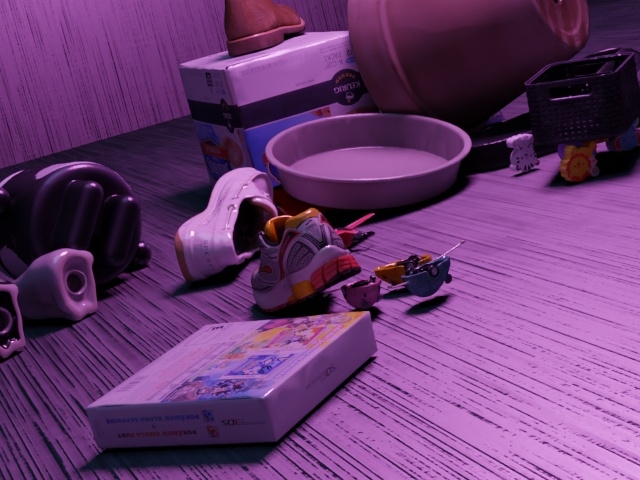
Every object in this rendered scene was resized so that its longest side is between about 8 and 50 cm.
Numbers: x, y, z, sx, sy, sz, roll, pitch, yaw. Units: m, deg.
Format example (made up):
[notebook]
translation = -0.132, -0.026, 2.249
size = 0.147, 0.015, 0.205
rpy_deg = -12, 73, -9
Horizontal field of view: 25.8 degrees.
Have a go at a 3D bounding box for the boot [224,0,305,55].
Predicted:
[boot]
translation = -0.098, -0.383, 2.321
size = 0.112, 0.115, 0.305
rpy_deg = -14, 11, 11

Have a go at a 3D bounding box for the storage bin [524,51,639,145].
[storage bin]
translation = 0.351, -0.189, 1.853
size = 0.122, 0.084, 0.180
rpy_deg = -5, 15, 23

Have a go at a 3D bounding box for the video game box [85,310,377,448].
[video game box]
translation = -0.074, 0.122, 1.247
size = 0.187, 0.048, 0.205
rpy_deg = -9, 13, 31

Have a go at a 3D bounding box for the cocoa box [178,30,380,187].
[cocoa box]
translation = -0.065, -0.206, 2.290
size = 0.231, 0.228, 0.347
rpy_deg = -18, 12, -15

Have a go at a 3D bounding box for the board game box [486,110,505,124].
[board game box]
translation = 0.182, -0.243, 2.376
size = 0.194, 0.194, 0.060
rpy_deg = -31, 11, -9

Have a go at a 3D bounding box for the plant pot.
[plant pot]
translation = 0.248, -0.334, 2.150
size = 0.280, 0.323, 0.323
rpy_deg = -19, 7, 35

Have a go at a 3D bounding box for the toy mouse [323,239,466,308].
[toy mouse]
translation = 0.079, 0.046, 1.439
size = 0.161, 0.031, 0.143
rpy_deg = -16, 8, 5

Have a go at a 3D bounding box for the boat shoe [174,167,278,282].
[boat shoe]
translation = -0.098, -0.024, 1.842
size = 0.096, 0.098, 0.277
rpy_deg = -9, 22, 20

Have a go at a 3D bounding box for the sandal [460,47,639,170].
[sandal]
translation = 0.397, -0.216, 2.096
size = 0.446, 0.107, 0.167
rpy_deg = -20, 13, -23

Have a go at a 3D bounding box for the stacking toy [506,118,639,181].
[stacking toy]
translation = 0.380, -0.131, 1.887
size = 0.221, 0.052, 0.167
rpy_deg = -16, 14, -19

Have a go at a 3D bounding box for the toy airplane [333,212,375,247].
[toy airplane]
translation = 0.000, 0.000, 1.762
size = 0.151, 0.028, 0.151
rpy_deg = -13, 11, 3

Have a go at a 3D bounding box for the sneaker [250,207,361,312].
[sneaker]
translation = -0.025, 0.016, 1.501
size = 0.088, 0.093, 0.225
rpy_deg = -26, -1, -23

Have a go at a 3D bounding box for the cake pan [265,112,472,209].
[cake pan]
translation = 0.069, -0.114, 1.992
size = 0.293, 0.054, 0.293
rpy_deg = -3, 23, 1

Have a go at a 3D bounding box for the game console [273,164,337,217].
[game console]
translation = -0.026, -0.047, 2.041
size = 0.144, 0.085, 0.124
rpy_deg = -23, 46, -34

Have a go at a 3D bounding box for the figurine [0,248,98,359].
[figurine]
translation = -0.412, 0.084, 1.737
size = 0.209, 0.092, 0.215
rpy_deg = -10, 11, 37

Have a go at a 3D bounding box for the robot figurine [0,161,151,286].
[robot figurine]
translation = -0.354, -0.017, 1.909
size = 0.173, 0.209, 0.278
rpy_deg = -39, 21, -30
